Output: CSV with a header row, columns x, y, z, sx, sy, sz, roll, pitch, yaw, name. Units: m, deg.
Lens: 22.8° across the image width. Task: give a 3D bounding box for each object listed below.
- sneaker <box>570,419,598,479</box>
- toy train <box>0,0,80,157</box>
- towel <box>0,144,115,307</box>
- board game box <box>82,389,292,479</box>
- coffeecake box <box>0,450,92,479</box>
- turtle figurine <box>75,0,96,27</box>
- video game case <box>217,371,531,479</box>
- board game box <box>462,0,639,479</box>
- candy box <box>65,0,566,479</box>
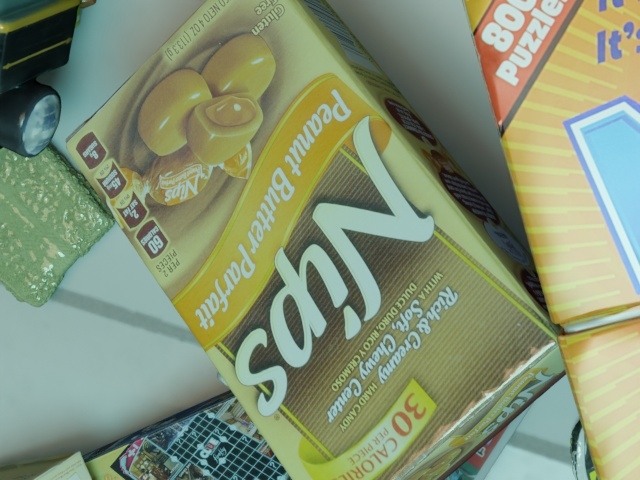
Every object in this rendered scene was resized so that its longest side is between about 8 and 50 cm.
x,y,z,sx,sy,sz,roll,pitch,yaw,name
0.199,0.166,1.134,0.035,0.031,0.083,-7,102,2,sneaker
-0.320,-0.181,1.125,0.334,0.142,0.190,26,117,17,toy train
-0.235,-0.033,1.211,0.148,0.027,0.110,45,106,5,towel
-0.083,0.207,1.163,0.243,0.042,0.165,-26,93,38,board game box
-0.208,0.262,1.199,0.142,0.068,0.185,-15,101,44,coffeecake box
-0.137,-0.258,1.114,0.217,0.087,0.270,18,104,11,turtle figurine
0.060,0.071,1.086,0.201,0.023,0.183,35,85,-17,video game case
0.322,-0.029,0.893,0.356,0.356,0.356,-15,96,17,board game box
0.000,0.000,0.982,0.183,0.087,0.316,-43,67,17,candy box
